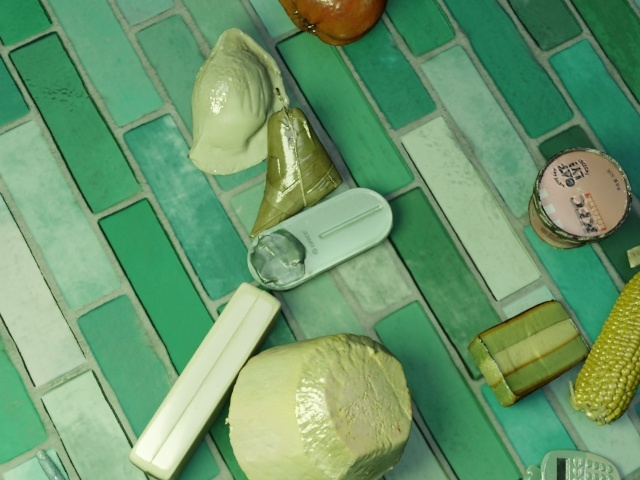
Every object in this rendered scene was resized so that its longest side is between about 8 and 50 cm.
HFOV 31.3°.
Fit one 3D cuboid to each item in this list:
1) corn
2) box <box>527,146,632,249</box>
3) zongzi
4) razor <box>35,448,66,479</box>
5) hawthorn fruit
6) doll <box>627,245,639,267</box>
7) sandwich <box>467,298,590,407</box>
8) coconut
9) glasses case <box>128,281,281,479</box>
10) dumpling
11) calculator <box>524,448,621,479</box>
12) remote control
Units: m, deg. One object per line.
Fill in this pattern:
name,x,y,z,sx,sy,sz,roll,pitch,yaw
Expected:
corn,0.472,0.166,1.779,0.091,0.091,0.260,12,66,45
box,0.404,-0.058,1.818,0.151,0.135,0.151,0,77,-2
zongzi,-0.080,-0.120,1.806,0.178,0.081,0.189,-33,107,-6
razor,-0.382,0.366,1.690,0.068,0.040,0.135,-36,74,-13
hawthorn fruit,0.035,-0.438,1.874,0.197,0.196,0.225,32,79,6
doll,0.605,0.004,1.827,0.221,0.105,0.114,-15,82,-10
sandwich,0.331,0.162,1.743,0.187,0.144,0.117,-28,80,-11
coconut,-0.012,0.256,1.651,0.239,0.244,0.239,20,60,-38
glasses case,-0.168,0.213,1.698,0.070,0.131,0.312,31,75,5
dumpling,-0.128,-0.223,1.840,0.166,0.126,0.215,12,68,-26
calculator,0.386,0.369,1.748,0.153,0.021,0.095,4,73,-3
remote control,0.000,0.000,1.814,0.247,0.052,0.104,-25,76,-10
